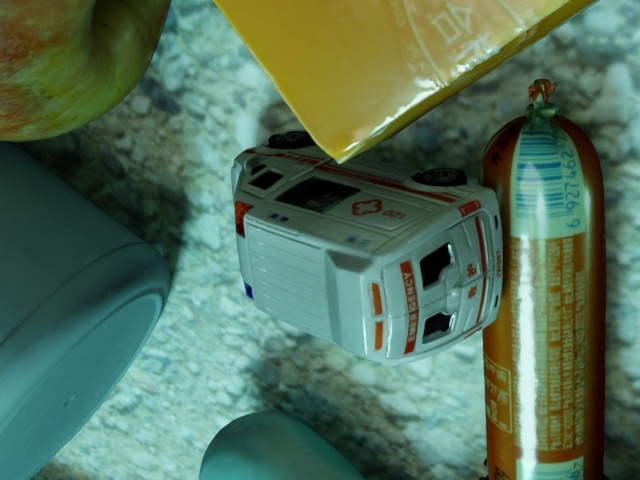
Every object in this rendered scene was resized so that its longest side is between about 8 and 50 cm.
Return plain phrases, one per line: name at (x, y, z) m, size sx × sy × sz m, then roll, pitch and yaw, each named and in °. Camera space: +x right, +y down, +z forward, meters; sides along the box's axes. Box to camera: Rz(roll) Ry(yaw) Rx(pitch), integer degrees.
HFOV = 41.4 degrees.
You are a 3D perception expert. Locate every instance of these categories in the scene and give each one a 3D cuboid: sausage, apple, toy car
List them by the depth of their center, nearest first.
apple at (-0.174, -0.156, 0.470) m, size 0.164 × 0.209 × 0.209 m, roll 22°, pitch 122°, yaw 10°
toy car at (0.000, 0.000, 0.495) m, size 0.210 × 0.108 × 0.089 m, roll 20°, pitch 126°, yaw 45°
sausage at (0.132, 0.036, 0.500) m, size 0.083 × 0.083 × 0.263 m, roll 4°, pitch 115°, yaw 24°

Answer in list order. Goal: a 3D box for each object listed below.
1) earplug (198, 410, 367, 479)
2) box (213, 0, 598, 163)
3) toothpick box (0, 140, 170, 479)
earplug at (0.005, 0.278, 0.630) m, size 0.185 × 0.185 × 0.324 m, roll -24°, pitch 97°, yaw 33°
box at (0.014, -0.234, 0.381) m, size 0.225 × 0.143 × 0.341 m, roll -31°, pitch 100°, yaw 34°
toothpick box at (-0.308, -0.001, 0.589) m, size 0.355 × 0.263 × 0.263 m, roll 37°, pitch 125°, yaw 6°
